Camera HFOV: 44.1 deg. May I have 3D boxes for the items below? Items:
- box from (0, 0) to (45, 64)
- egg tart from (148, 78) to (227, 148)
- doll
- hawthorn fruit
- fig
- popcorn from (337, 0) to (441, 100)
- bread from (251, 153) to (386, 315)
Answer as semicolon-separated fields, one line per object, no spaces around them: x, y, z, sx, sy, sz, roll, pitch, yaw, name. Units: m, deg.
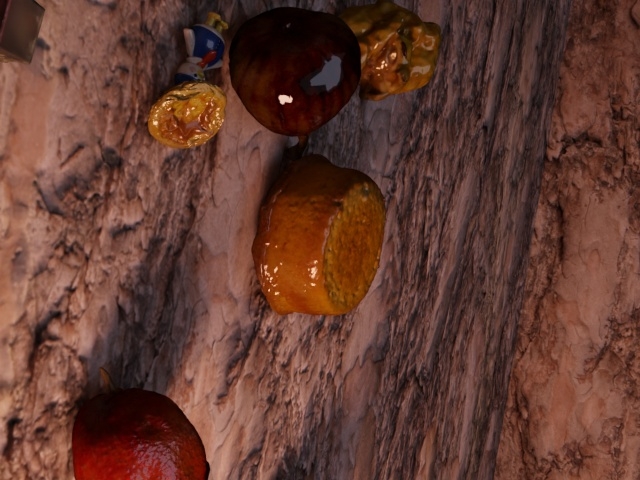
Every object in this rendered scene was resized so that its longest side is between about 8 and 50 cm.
-0.365;-0.251;0.915;0.063;0.060;0.085;24;76;-63;box
-0.198;-0.192;1.178;0.130;0.052;0.130;-21;147;-15;egg tart
-0.186;-0.279;1.207;0.099;0.057;0.143;42;67;-55;doll
-0.259;0.292;1.120;0.189;0.189;0.252;-31;116;-52;hawthorn fruit
-0.039;-0.247;1.360;0.321;0.216;0.217;85;27;-61;fig
0.118;-0.376;1.555;0.253;0.191;0.190;-30;109;-42;popcorn
0.000;-0.005;1.466;0.312;0.172;0.312;-28;124;-54;bread
